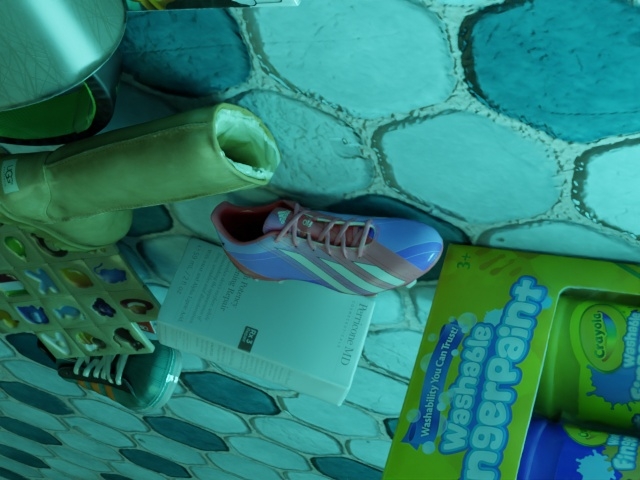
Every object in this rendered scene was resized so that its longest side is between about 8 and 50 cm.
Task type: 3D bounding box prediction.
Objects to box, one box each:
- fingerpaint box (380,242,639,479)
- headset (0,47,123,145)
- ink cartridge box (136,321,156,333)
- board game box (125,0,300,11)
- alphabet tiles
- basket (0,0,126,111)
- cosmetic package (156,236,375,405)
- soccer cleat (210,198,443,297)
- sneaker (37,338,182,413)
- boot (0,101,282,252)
[{"bbox_3d":[0.246,0.240,0.874,0.371,0.444,0.163,7,150,24],"label":"fingerpaint box"},{"bbox_3d":[-0.361,-0.155,0.826,0.394,0.185,0.243,21,155,-29],"label":"headset"},{"bbox_3d":[-0.381,0.069,1.400,0.275,0.060,0.239,15,152,10],"label":"ink cartridge box"},{"bbox_3d":[-0.145,-0.265,0.619,0.193,0.053,0.305,4,149,28],"label":"board game box"},{"bbox_3d":[-0.358,0.029,1.253,0.285,0.011,0.342,-8,130,29],"label":"alphabet tiles"},{"bbox_3d":[-0.240,-0.207,0.578,0.204,0.154,0.227,16,150,21],"label":"basket"},{"bbox_3d":[-0.063,0.095,1.171,0.231,0.117,0.085,18,154,2],"label":"cosmetic package"},{"bbox_3d":[0.000,0.000,0.998,0.248,0.083,0.095,1,143,37],"label":"soccer cleat"},{"bbox_3d":[-0.312,0.174,1.445,0.121,0.108,0.302,25,165,-35],"label":"sneaker"},{"bbox_3d":[-0.161,-0.054,0.978,0.270,0.089,0.236,-10,173,22],"label":"boot"}]
